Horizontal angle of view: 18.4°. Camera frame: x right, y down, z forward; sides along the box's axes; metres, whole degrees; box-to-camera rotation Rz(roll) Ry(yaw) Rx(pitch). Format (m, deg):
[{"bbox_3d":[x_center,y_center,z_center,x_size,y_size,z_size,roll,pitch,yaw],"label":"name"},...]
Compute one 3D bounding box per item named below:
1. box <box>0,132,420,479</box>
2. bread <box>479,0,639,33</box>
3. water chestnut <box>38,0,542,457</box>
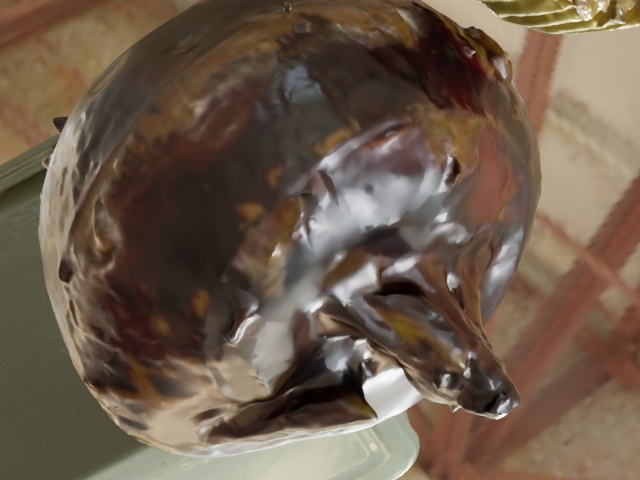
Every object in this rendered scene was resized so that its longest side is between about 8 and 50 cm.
[{"bbox_3d":[-0.133,0.077,1.502,0.177,0.352,0.344,57,8,-45],"label":"box"},{"bbox_3d":[0.162,-0.238,1.073,0.179,0.250,0.133,23,-8,-32],"label":"bread"},{"bbox_3d":[0.000,0.000,1.074,0.300,0.300,0.300,35,-38,33],"label":"water chestnut"}]
